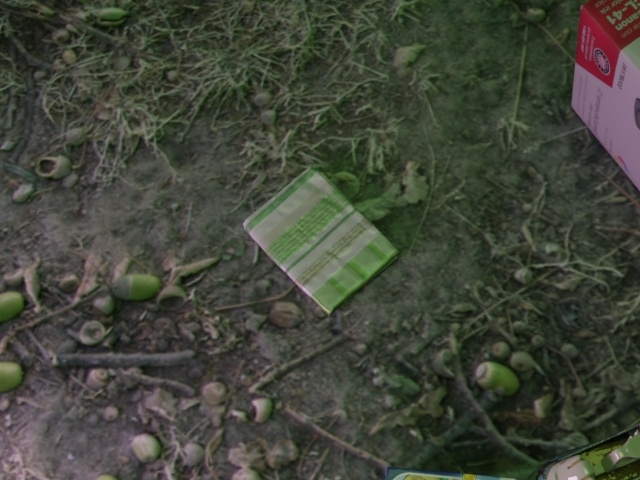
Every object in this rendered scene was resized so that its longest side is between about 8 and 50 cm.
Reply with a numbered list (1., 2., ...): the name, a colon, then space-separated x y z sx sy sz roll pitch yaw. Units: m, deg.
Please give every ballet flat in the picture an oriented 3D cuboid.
1. ballet flat: 0.286 0.230 1.418 0.188 0.070 0.070 -26 66 -6

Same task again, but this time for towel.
1. towel: 0.000 0.000 1.578 0.113 0.023 0.152 -41 70 -10

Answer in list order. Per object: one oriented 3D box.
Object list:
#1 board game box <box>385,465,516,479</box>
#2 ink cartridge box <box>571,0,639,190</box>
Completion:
1. board game box: 0.124 0.335 1.404 0.136 0.035 0.201 4 66 7
2. ink cartridge box: 0.406 -0.117 1.473 0.131 0.226 0.306 -30 66 -7
